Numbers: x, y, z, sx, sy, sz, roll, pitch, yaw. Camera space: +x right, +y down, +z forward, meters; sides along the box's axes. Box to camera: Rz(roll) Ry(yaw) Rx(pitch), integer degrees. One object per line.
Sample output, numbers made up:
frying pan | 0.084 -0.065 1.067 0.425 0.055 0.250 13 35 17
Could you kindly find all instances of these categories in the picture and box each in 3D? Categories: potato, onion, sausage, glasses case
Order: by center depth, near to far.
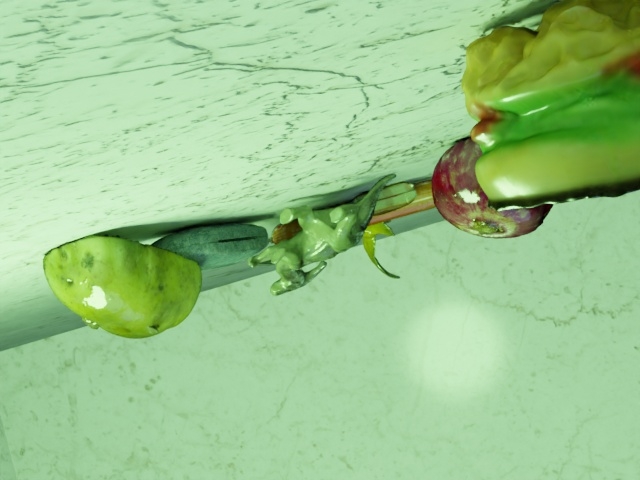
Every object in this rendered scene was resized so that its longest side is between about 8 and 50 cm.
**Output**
potato | -0.269 0.079 1.568 0.160 0.111 0.272 -15 163 22
onion | 0.242 -0.078 1.580 0.177 0.153 0.177 -4 178 0
glasses case | -0.173 0.011 1.757 0.109 0.067 0.282 -14 179 23
sausage | 0.070 -0.048 2.012 0.348 0.053 0.053 -16 177 5

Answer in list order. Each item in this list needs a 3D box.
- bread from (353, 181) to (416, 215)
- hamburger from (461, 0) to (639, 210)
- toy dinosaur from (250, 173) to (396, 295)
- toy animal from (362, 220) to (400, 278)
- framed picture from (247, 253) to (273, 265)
bread | 0.109 -0.068 1.945 0.109 0.043 0.062 -17 175 -7
hamburger | 0.219 -0.116 0.853 0.237 0.148 0.237 -11 -176 1
toy dinosaur | -0.004 -0.006 1.783 0.294 0.077 0.162 -34 159 34
toy animal | 0.097 -0.031 2.170 0.095 0.219 0.155 -35 -152 18
framed picture | -0.024 0.014 1.980 0.184 0.016 0.250 -15 178 3
